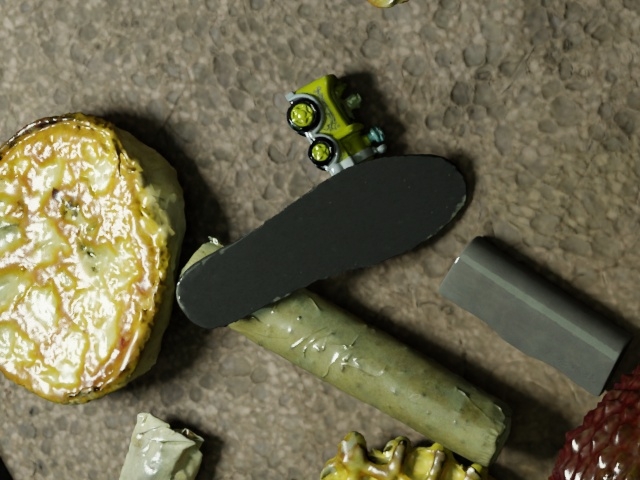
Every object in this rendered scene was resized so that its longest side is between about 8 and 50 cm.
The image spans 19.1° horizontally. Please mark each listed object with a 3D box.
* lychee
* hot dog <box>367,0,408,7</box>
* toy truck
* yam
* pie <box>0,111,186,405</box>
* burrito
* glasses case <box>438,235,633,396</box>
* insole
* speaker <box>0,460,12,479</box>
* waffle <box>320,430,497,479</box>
[{"bbox_3d":[0.344,0.218,1.743,0.271,0.271,0.271,3,100,21],"label":"lychee"},{"bbox_3d":[0.062,-0.354,1.822,0.175,0.114,0.259,-11,96,18],"label":"hot dog"},{"bbox_3d":[0.017,-0.110,1.902,0.077,0.076,0.111,-31,87,3],"label":"toy truck"},{"bbox_3d":[0.025,0.112,1.924,0.371,0.083,0.083,30,108,15],"label":"yam"},{"bbox_3d":[-0.273,0.018,2.024,0.315,0.092,0.315,3,97,25],"label":"pie"},{"bbox_3d":[-0.198,0.316,2.055,0.082,0.059,0.275,26,107,23],"label":"burrito"},{"bbox_3d":[0.210,0.074,1.870,0.190,0.042,0.072,33,116,13],"label":"glasses case"},{"bbox_3d":[0.000,0.000,1.889,0.309,0.012,0.110,-29,112,4],"label":"insole"},{"bbox_3d":[-0.358,0.330,2.126,0.082,0.044,0.218,-32,87,22],"label":"speaker"},{"bbox_3d":[0.095,0.353,1.944,0.329,0.062,0.329,3,99,19],"label":"waffle"}]
